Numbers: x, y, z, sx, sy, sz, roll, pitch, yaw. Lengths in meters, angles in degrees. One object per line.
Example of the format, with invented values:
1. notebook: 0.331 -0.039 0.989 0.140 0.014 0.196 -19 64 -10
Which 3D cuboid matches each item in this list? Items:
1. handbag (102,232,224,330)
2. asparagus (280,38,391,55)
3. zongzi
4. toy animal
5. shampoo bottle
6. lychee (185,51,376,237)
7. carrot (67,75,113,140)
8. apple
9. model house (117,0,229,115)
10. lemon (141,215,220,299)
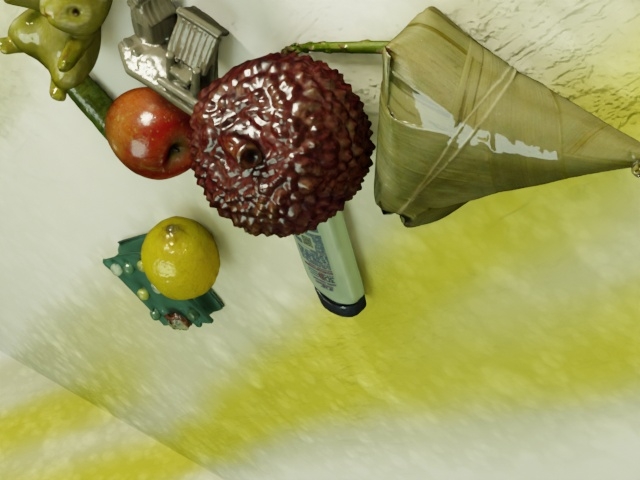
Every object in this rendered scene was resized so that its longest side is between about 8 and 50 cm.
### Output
1. handbag: -0.408 0.115 2.529 0.268 0.100 0.274 -9 124 52
2. asparagus: 0.021 -0.303 1.576 0.248 0.025 0.024 8 179 43
3. zongzi: 0.240 -0.086 1.471 0.418 0.181 0.447 30 150 17
4. toy animal: -0.461 -0.420 1.815 0.181 0.180 0.363 46 148 0
5. shampoo bottle: 0.000 0.000 1.942 0.134 0.078 0.359 22 145 35
6. lychee: -0.060 -0.150 1.586 0.306 0.330 0.306 3 97 25
7. carrot: -0.492 -0.307 2.105 0.358 0.074 0.074 47 149 -9
8. apple: -0.321 -0.209 1.943 0.168 0.181 0.181 45 159 41
9. model house: -0.247 -0.342 1.730 0.229 0.122 0.188 37 149 10
10. lemon: -0.314 0.041 2.258 0.180 0.181 0.193 4 157 46
